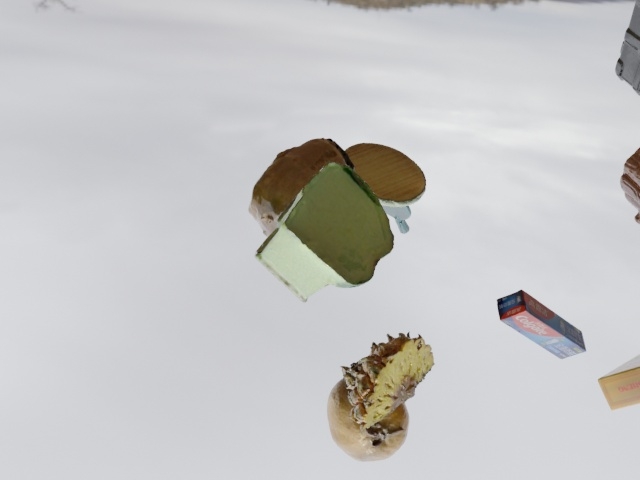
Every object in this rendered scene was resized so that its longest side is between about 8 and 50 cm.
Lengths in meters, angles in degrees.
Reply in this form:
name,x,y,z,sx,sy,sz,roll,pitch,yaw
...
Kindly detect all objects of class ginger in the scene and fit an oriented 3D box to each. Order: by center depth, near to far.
name,x,y,z,sx,sy,sz,roll,pitch,yaw
ginger,-0.057,-0.115,2.015,0.200,0.269,0.223,35,-149,4

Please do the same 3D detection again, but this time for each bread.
name,x,y,z,sx,sy,sz,roll,pitch,yaw
bread,0.174,-0.184,2.316,0.267,0.040,0.267,10,-138,-9

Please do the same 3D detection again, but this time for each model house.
name,x,y,z,sx,sy,sz,roll,pitch,yaw
model house,0.000,0.000,1.483,0.195,0.189,0.214,41,-130,-12

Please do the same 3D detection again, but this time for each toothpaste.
name,x,y,z,sx,sy,sz,roll,pitch,yaw
toothpaste,0.560,0.216,2.050,0.320,0.076,0.066,29,-134,-40

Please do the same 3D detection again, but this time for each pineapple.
name,x,y,z,sx,sy,sz,roll,pitch,yaw
pineapple,0.115,0.255,1.703,0.250,0.139,0.164,-30,-141,-29

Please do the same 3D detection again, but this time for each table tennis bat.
name,x,y,z,sx,sy,sz,roll,pitch,yaw
table tennis bat,0.244,-0.088,2.619,0.124,0.201,0.033,17,-116,35

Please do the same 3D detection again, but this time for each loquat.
name,x,y,z,sx,sy,sz,roll,pitch,yaw
loquat,0.119,0.444,2.055,0.193,0.238,0.238,-3,-159,-21

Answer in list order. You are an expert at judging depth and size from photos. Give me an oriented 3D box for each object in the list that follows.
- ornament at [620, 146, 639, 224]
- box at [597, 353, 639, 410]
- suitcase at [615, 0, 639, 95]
name,x,y,z,sx,sy,sz,roll,pitch,yaw
ornament,0.787,-0.101,1.795,0.235,0.221,0.217,19,-154,-18
box,0.738,0.264,1.717,0.274,0.076,0.174,-15,169,-40
suitcase,0.540,-0.332,1.201,0.066,0.285,0.206,-7,-141,-11
